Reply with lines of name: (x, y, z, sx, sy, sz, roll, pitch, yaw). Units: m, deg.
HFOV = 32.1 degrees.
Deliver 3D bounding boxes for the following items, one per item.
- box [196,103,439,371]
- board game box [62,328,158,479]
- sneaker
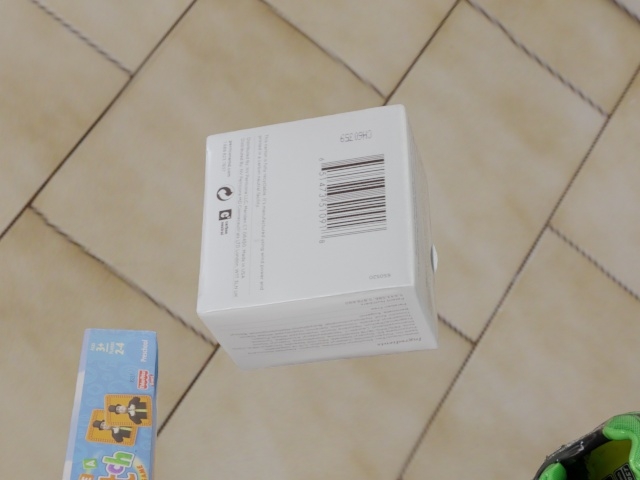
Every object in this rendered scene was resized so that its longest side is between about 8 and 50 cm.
box: (0.000, 0.000, 0.945, 0.181, 0.119, 0.181, -8, 57, 13)
board game box: (-0.091, 0.164, 0.459, 0.039, 0.160, 0.211, 4, 32, -8)
sneaker: (0.233, 0.277, 1.107, 0.146, 0.344, 0.134, 16, 33, -37)
